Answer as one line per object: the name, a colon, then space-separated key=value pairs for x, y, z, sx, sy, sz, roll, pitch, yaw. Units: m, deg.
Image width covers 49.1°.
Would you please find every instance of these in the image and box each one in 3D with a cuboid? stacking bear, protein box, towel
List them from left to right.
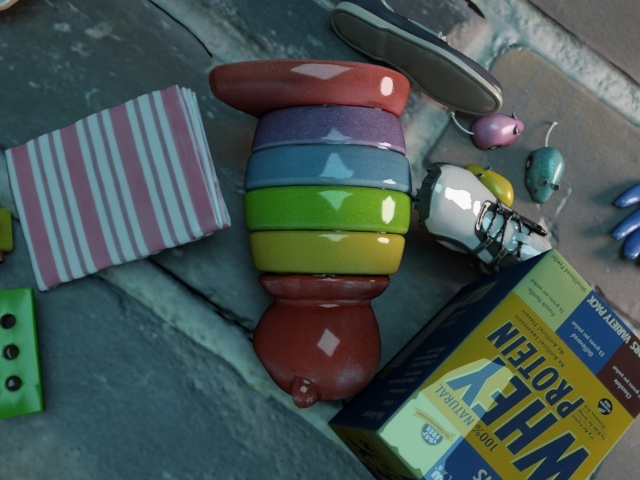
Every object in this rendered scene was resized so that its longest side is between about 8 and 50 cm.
towel: x=-0.190 y=-0.047 z=0.649 sx=0.196 sy=0.029 sz=0.144 roll=-18 pitch=79 yaw=8
stacking bear: x=0.000 y=0.000 z=0.634 sx=0.164 sy=0.175 sz=0.289 roll=0 pitch=88 yaw=22
protein box: x=0.137 y=0.139 z=0.603 sx=0.201 sy=0.200 sz=0.136 roll=-42 pitch=87 yaw=-16

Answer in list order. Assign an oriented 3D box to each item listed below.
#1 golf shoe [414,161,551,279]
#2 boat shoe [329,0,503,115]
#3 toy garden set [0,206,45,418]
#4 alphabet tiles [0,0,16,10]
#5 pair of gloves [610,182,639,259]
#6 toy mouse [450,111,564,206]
golf shoe: x=0.166 y=-0.011 z=0.655 sx=0.198 sy=0.093 sz=0.077 roll=32 pitch=78 yaw=-41
boat shoe: x=0.111 y=-0.208 z=0.743 sx=0.206 sy=0.075 sz=0.065 roll=32 pitch=69 yaw=7
toy garden set: x=-0.372 y=0.067 z=0.604 sx=0.244 sy=0.049 sz=0.204 roll=-8 pitch=80 yaw=-12
alphabet tiles: x=-0.340 y=-0.372 z=0.696 sx=0.284 sy=0.021 sz=0.278 roll=-40 pitch=82 yaw=-6
pair of gloves: x=0.420 y=0.007 z=0.781 sx=0.159 sy=0.023 sz=0.198 roll=-39 pitch=86 yaw=-16
toy mouse: x=0.216 y=-0.095 z=0.760 sx=0.143 sy=0.031 sz=0.161 roll=-35 pitch=85 yaw=-16
